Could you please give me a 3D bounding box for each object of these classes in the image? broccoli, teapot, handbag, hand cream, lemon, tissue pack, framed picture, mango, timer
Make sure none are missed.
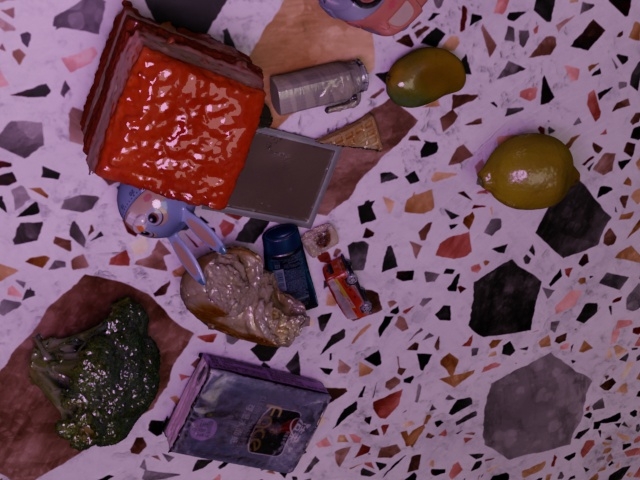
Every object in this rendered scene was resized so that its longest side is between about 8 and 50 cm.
[{"bbox_3d":[-0.481,0.279,1.679,0.283,0.321,0.304,11,107,7],"label":"broccoli"},{"bbox_3d":[0.001,-0.308,1.634,0.200,0.077,0.107,-16,127,-13],"label":"teapot"},{"bbox_3d":[-0.145,-0.263,1.616,0.111,0.047,0.072,18,95,-32],"label":"handbag"},{"bbox_3d":[-0.075,0.083,1.845,0.120,0.061,0.271,-19,130,-11],"label":"hand cream"},{"bbox_3d":[0.491,-0.163,1.859,0.248,0.184,0.184,-1,120,-4],"label":"lemon"},{"bbox_3d":[-0.181,0.436,1.968,0.361,0.122,0.259,21,106,-28],"label":"tissue pack"},{"bbox_3d":[-0.106,-0.142,1.723,0.273,0.016,0.217,11,114,-27],"label":"framed picture"},{"bbox_3d":[0.227,-0.358,1.697,0.191,0.085,0.122,-25,115,-18],"label":"mango"},{"bbox_3d":[-0.312,-0.042,1.557,0.175,0.256,0.175,-19,153,-10],"label":"timer"}]

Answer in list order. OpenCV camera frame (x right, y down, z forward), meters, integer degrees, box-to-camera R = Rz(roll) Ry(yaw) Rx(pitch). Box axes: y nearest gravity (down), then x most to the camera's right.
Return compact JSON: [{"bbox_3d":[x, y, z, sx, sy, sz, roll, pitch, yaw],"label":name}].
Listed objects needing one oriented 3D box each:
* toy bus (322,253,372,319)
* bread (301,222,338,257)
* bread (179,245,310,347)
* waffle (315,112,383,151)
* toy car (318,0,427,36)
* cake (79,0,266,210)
[{"bbox_3d":[0.067,0.122,1.915,0.077,0.079,0.174,-25,126,4],"label":"toy bus"},{"bbox_3d":[0.000,0.000,1.835,0.083,0.035,0.070,-30,136,-7],"label":"bread"},{"bbox_3d":[-0.186,0.129,1.755,0.314,0.192,0.171,34,60,-33],"label":"bread"},{"bbox_3d":[0.065,-0.212,1.733,0.152,0.023,0.098,-28,125,-18],"label":"waffle"},{"bbox_3d":[0.132,-0.515,1.514,0.270,0.180,0.212,-48,134,8],"label":"toy car"},{"bbox_3d":[-0.263,-0.238,1.416,0.269,0.319,0.270,15,113,-27],"label":"cake"}]
